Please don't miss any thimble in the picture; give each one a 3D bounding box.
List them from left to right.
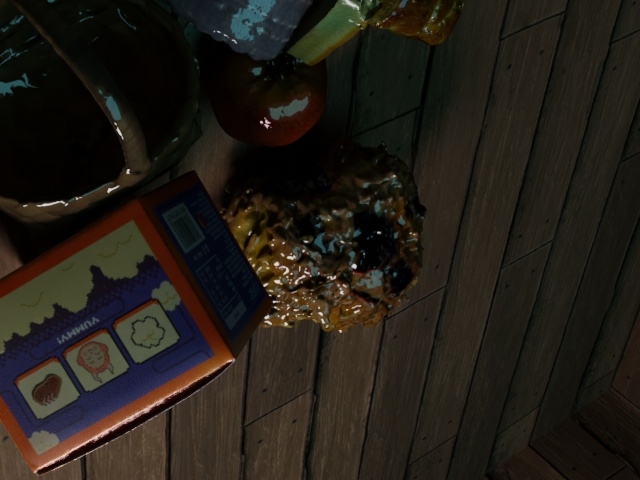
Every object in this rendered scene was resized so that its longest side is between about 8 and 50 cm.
[{"bbox_3d":[-0.115,-0.359,1.645,0.205,0.236,0.172,21,105,-50],"label":"thimble"}]

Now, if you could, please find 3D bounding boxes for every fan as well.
[{"bbox_3d":[-0.195,-0.301,1.824,0.083,0.004,0.056,2,123,-52],"label":"fan"}]

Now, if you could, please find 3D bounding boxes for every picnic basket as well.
[{"bbox_3d":[-0.307,-0.191,1.514,0.337,0.293,0.337,-40,171,-8],"label":"picnic basket"}]

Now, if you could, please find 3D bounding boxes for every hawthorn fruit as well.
[{"bbox_3d":[-0.090,-0.226,1.891,0.196,0.197,0.225,-33,175,-23],"label":"hawthorn fruit"}]

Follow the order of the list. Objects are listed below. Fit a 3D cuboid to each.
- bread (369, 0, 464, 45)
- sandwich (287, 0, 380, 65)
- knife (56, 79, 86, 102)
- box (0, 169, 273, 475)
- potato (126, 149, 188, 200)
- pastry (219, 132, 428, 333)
[{"bbox_3d":[0.152,-0.392,2.055,0.172,0.103,0.132,10,113,-51],"label":"bread"},{"bbox_3d":[0.021,-0.307,1.658,0.212,0.063,0.245,-55,-164,41],"label":"sandwich"},{"bbox_3d":[-0.393,-0.156,1.682,0.222,0.064,0.031,-42,129,-14],"label":"knife"},{"bbox_3d":[-0.270,0.101,1.712,0.318,0.257,0.349,-31,-175,9],"label":"box"},{"bbox_3d":[-0.275,-0.141,1.805,0.299,0.116,0.239,-42,152,-8],"label":"potato"},{"bbox_3d":[0.012,-0.013,2.119,0.405,0.292,0.337,6,109,-42],"label":"pastry"}]
